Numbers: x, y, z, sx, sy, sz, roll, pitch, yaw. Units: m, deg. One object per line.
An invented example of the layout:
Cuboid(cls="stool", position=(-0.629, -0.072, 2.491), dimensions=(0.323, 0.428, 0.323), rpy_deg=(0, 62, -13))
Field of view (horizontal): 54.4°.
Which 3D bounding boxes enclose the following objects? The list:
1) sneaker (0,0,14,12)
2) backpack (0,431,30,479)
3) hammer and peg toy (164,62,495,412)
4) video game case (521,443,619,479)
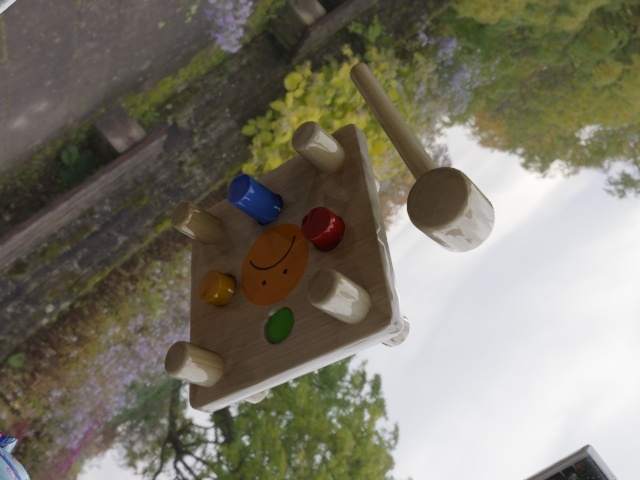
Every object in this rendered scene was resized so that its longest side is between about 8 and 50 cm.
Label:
Cuboid(cls="sneaker", position=(-0.365, -0.366, 0.764), dimensions=(0.258, 0.091, 0.094), rpy_deg=(-57, 156, -7))
Cuboid(cls="backpack", position=(-0.383, 0.275, 0.658), dimensions=(0.158, 0.173, 0.117), rpy_deg=(-57, -173, 8))
Cuboid(cls="hammer and peg toy", position=(0.000, 0.000, 0.642), dimensions=(0.361, 0.127, 0.266), rpy_deg=(-29, -130, 26))
Cuboid(cls="video game case", position=(0.245, 0.317, 0.608), dimensions=(0.022, 0.173, 0.190), rpy_deg=(-11, 150, -50))
